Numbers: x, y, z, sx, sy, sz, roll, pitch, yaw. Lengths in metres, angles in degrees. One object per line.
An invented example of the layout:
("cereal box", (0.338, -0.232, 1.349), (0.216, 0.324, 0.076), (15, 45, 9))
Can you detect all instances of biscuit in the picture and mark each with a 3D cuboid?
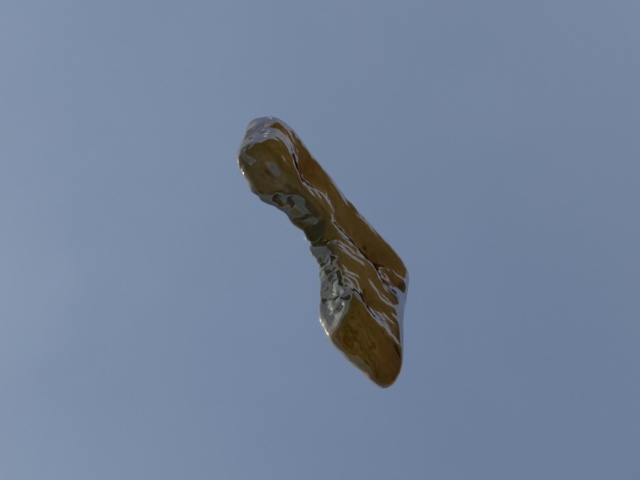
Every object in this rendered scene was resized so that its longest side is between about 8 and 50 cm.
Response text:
("biscuit", (0.000, 0.000, 0.819), (0.183, 0.039, 0.174), (50, -160, -10))
